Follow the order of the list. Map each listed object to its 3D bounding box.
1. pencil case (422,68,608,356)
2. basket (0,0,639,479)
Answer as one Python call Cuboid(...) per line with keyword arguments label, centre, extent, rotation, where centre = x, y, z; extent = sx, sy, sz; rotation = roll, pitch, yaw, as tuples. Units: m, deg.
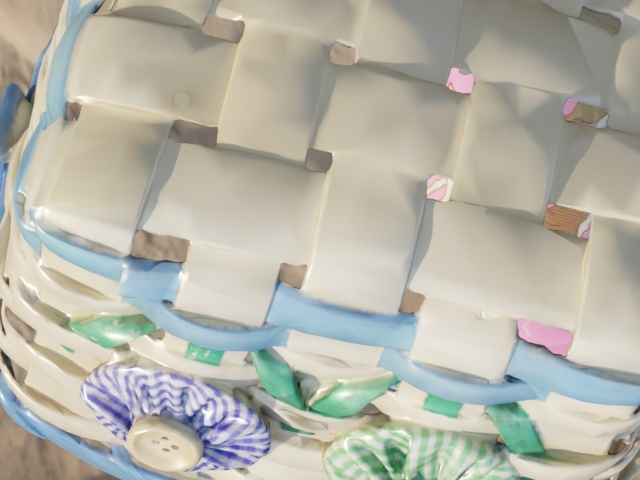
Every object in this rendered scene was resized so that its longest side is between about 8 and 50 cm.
Cuboid(label="pencil case", centre=(0.095, -0.098, 0.893), extent=(0.160, 0.167, 0.386), rotation=(-18, 119, 4))
Cuboid(label="basket", centre=(0.000, 0.000, 0.525), extent=(0.255, 0.289, 0.201), rotation=(14, 76, -1))
